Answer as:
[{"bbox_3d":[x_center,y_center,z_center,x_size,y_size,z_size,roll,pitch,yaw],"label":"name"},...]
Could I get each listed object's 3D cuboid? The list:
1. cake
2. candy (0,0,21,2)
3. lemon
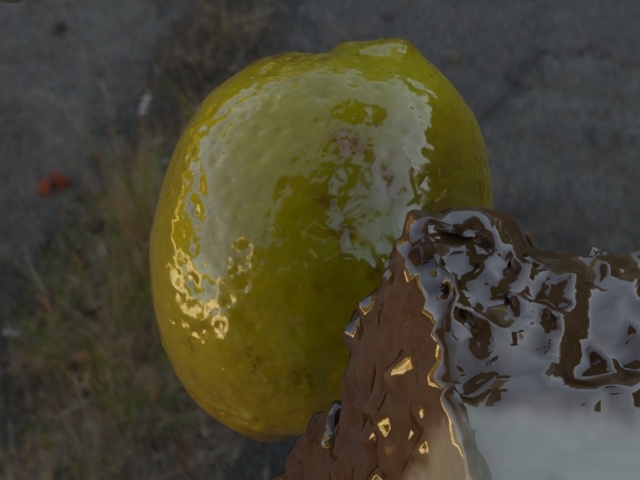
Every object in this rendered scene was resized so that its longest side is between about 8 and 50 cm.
[{"bbox_3d":[0.117,0.180,0.566,0.255,0.282,0.290,8,54,-13],"label":"cake"},{"bbox_3d":[-0.140,-0.120,0.249,0.208,0.359,0.145,12,98,-1],"label":"candy"},{"bbox_3d":[0.000,0.000,0.873,0.170,0.170,0.207,9,91,19],"label":"lemon"}]
